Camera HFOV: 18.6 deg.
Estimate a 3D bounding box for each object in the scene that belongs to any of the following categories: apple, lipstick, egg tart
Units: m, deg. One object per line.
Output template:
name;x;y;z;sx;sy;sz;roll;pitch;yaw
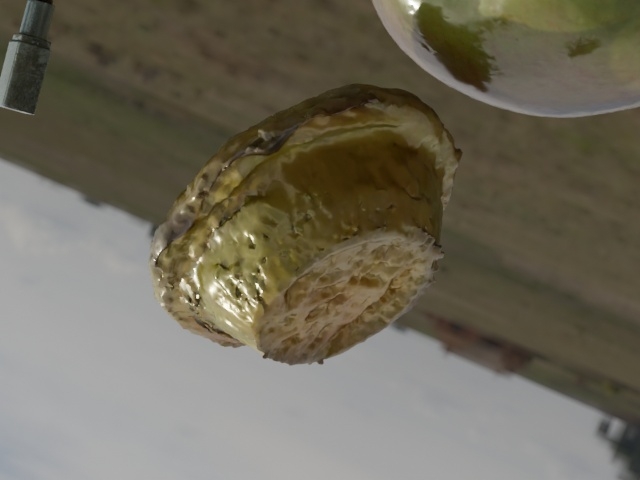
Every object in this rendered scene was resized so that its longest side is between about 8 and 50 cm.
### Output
apple;0.181;-0.249;1.486;0.338;0.338;0.305;23;-163;27
lipstick;-0.239;-0.171;1.625;0.030;0.129;0.030;15;179;-26
egg tart;0.000;0.000;1.515;0.288;0.288;0.118;24;-150;-52
